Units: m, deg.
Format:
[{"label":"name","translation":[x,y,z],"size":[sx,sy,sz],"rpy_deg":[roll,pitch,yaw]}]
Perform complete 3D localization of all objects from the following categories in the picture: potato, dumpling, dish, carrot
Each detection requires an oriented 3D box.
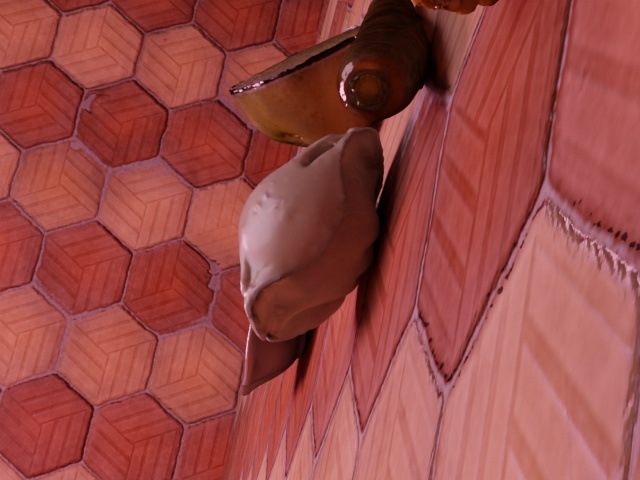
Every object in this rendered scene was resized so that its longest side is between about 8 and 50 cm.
[{"label":"potato","translation":[0.005,-0.150,1.176],"size":[0.117,0.182,0.202],"rpy_deg":[67,161,-12]},{"label":"dumpling","translation":[0.003,0.000,0.965],"size":[0.111,0.181,0.155],"rpy_deg":[58,-177,31]},{"label":"dish","translation":[-0.048,0.091,1.404],"size":[0.229,0.081,0.229],"rpy_deg":[-171,90,-87]},{"label":"carrot","translation":[0.060,-0.169,0.930],"size":[0.342,0.070,0.070],"rpy_deg":[-74,-1,-67]}]

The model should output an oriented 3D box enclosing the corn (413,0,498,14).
[{"label":"corn","translation":[0.084,-0.248,0.653],"size":[0.106,0.106,0.293],"rpy_deg":[109,169,-51]}]
